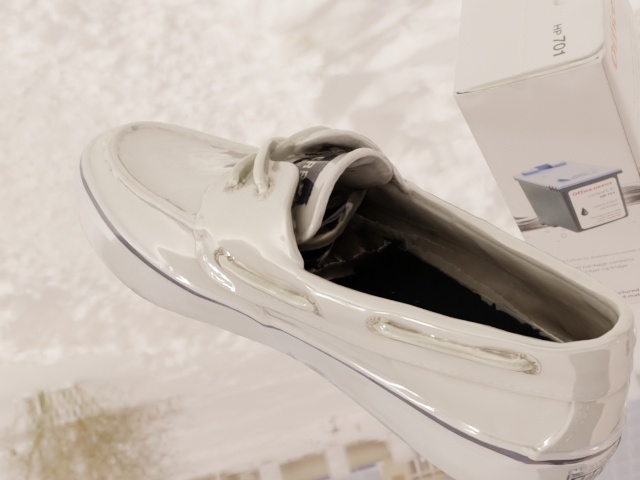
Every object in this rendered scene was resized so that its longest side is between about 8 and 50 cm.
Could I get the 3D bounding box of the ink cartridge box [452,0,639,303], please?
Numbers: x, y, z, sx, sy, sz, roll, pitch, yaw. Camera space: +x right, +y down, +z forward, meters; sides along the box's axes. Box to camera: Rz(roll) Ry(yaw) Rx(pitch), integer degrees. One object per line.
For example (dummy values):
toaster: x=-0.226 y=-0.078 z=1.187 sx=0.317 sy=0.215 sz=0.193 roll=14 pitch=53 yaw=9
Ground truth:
ink cartridge box: x=0.149 y=-0.072 z=0.607 sx=0.082 sy=0.139 sz=0.190 roll=-12 pitch=135 yaw=26

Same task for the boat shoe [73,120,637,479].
boat shoe: x=0.000 y=0.000 z=0.419 sx=0.096 sy=0.267 sz=0.088 roll=-32 pitch=141 yaw=-35
